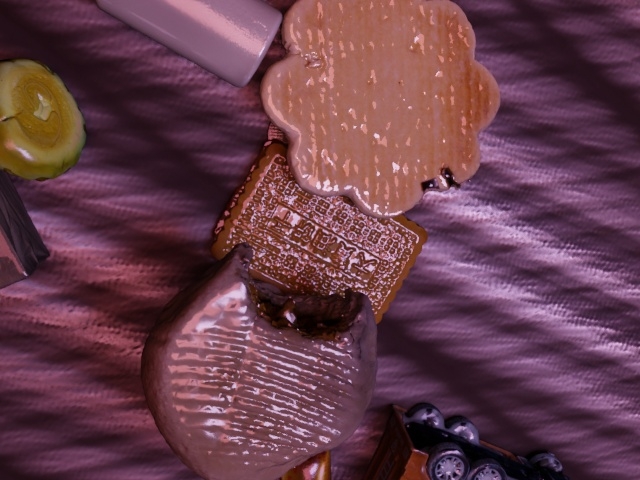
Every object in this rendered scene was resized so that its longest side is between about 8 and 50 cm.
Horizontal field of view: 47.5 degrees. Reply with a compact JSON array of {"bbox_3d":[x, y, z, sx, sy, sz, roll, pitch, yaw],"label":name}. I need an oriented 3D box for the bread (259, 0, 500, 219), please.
[{"bbox_3d":[0.075,-0.178,0.907,0.316,0.054,0.316,-1,94,-16],"label":"bread"}]

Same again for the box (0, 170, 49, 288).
[{"bbox_3d":[-0.423,-0.043,0.782,0.149,0.155,0.231,-24,102,-8],"label":"box"}]

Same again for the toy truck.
[{"bbox_3d":[0.215,0.354,0.989,0.305,0.136,0.162,24,100,-12],"label":"toy truck"}]

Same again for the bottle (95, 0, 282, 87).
[{"bbox_3d":[-0.171,-0.276,0.826,0.245,0.104,0.104,29,92,-15],"label":"bottle"}]

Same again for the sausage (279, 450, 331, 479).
[{"bbox_3d":[-0.020,0.420,0.978,0.082,0.082,0.372,-3,98,-11],"label":"sausage"}]

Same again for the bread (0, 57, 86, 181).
[{"bbox_3d":[-0.327,-0.133,0.813,0.071,0.130,0.139,-21,99,35],"label":"bread"}]

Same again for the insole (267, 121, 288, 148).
[{"bbox_3d":[0.056,-0.140,0.945,0.253,0.005,0.086,0,99,-12],"label":"insole"}]

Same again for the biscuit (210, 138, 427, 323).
[{"bbox_3d":[0.000,0.000,0.940,0.254,0.029,0.172,29,94,-14],"label":"biscuit"}]

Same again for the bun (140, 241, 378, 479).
[{"bbox_3d":[-0.077,0.146,0.858,0.281,0.205,0.282,-2,98,-14],"label":"bun"}]
